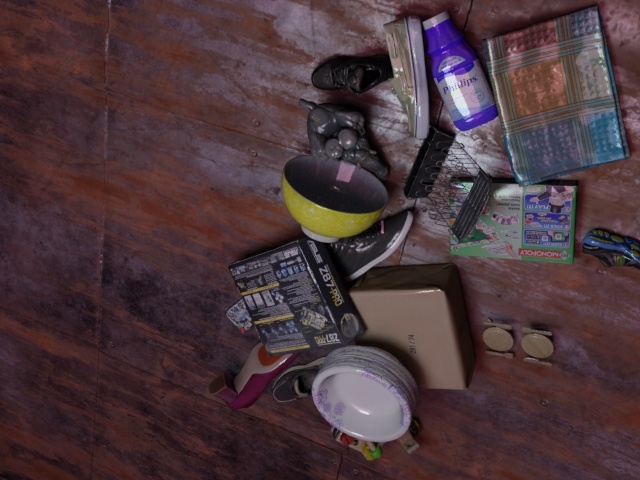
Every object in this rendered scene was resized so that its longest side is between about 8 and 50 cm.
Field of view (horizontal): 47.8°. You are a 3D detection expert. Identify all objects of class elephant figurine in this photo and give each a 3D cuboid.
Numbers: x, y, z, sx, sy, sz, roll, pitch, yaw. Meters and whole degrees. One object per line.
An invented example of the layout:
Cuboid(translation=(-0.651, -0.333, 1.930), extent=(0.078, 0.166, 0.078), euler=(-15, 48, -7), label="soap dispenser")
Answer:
Cuboid(translation=(0.068, -0.263, 1.899), extent=(0.170, 0.239, 0.185), euler=(-1, 85, 26), label="elephant figurine")

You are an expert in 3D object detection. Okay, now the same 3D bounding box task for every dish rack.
Cuboid(translation=(0.318, -0.135, 1.803), extent=(0.074, 0.271, 0.208), euler=(4, 125, -24), label="dish rack")

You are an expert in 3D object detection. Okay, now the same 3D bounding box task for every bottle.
Cuboid(translation=(0.331, -0.409, 1.743), extent=(0.118, 0.092, 0.282), euler=(-20, 104, 24), label="bottle")

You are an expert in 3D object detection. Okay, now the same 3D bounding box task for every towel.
Cuboid(translation=(0.550, -0.326, 1.687), extent=(0.272, 0.040, 0.370), euler=(-15, 107, 14), label="towel")

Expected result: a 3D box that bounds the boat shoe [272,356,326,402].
Cuboid(translation=(-0.058, 0.460, 2.323), extent=(0.285, 0.092, 0.102), euler=(-28, 100, 31), label="boat shoe")

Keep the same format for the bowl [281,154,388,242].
Cuboid(translation=(0.023, -0.089, 1.915), extent=(0.290, 0.289, 0.156), euler=(25, 123, 11), label="bowl")

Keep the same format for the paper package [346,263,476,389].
Cuboid(translation=(0.255, 0.248, 2.045), extent=(0.310, 0.168, 0.324), euler=(-5, 112, 25), label="paper package")

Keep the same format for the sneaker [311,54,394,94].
Cuboid(translation=(0.065, -0.420, 1.834), extent=(0.228, 0.130, 0.087), euler=(2, 112, 25), label="sneaker")

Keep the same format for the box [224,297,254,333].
Cuboid(translation=(-0.234, 0.230, 2.330), extent=(0.094, 0.027, 0.137), euler=(47, 122, -4), label="box")

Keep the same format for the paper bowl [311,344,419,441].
Cuboid(translation=(0.130, 0.404, 1.979), extent=(0.284, 0.148, 0.284), euler=(12, 129, 16), label="paper bowl")

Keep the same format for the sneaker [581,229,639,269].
Cuboid(translation=(0.744, 0.034, 1.800), extent=(0.188, 0.067, 0.078), euler=(21, 141, 11), label="sneaker")

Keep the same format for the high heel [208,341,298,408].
Cuboid(translation=(-0.179, 0.438, 2.391), extent=(0.377, 0.127, 0.181), euler=(-30, 137, 23), label="high heel")

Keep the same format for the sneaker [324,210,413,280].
Cuboid(translation=(0.116, -0.011, 1.997), extent=(0.147, 0.104, 0.296), euler=(37, 125, -19), label="sneaker")

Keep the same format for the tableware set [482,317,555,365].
Cuboid(translation=(0.550, 0.273, 2.006), extent=(0.194, 0.039, 0.128), euler=(8, 128, 27), label="tableware set")

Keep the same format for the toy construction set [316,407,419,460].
Cuboid(translation=(0.160, 0.591, 2.240), extent=(0.309, 0.257, 0.237), euler=(-6, 126, 47), label="toy construction set")

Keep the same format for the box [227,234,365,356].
Cuboid(translation=(-0.082, 0.166, 2.092), extent=(0.395, 0.097, 0.318), euler=(-20, 94, 52), label="box")

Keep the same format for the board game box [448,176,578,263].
Cuboid(translation=(0.493, -0.055, 1.869), extent=(0.318, 0.046, 0.213), euler=(5, 116, 22), label="board game box")

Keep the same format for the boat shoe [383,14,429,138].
Cuboid(translation=(0.215, -0.397, 1.783), extent=(0.094, 0.109, 0.302), euler=(-6, 108, 9), label="boat shoe")
